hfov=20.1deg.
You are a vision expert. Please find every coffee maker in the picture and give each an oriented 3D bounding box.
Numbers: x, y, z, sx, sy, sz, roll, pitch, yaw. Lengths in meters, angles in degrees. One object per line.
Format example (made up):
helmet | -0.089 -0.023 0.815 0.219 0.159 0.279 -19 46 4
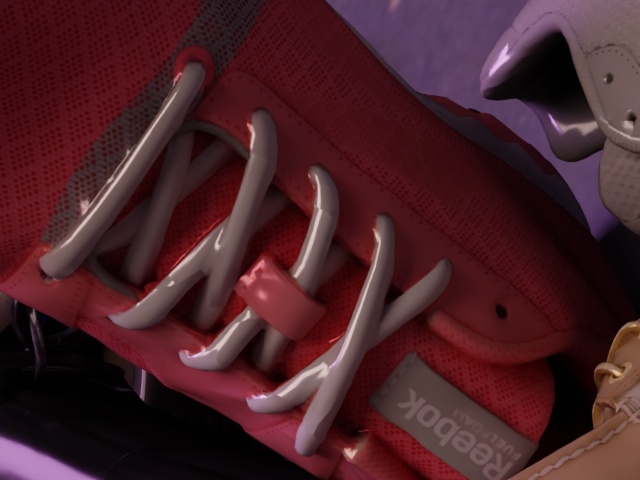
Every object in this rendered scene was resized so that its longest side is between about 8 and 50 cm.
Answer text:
coffee maker | -0.040 0.097 0.568 0.178 0.120 0.171 10 111 41

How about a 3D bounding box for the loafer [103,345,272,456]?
loafer | -0.056 0.018 0.722 0.078 0.080 0.220 -2 72 55

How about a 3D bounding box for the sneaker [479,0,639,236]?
sneaker | 0.133 -0.039 0.437 0.121 0.099 0.262 -51 25 -4

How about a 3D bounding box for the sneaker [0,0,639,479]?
sneaker | 0.001 0.000 0.454 0.116 0.314 0.136 -51 47 14

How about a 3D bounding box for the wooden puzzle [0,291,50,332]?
wooden puzzle | -0.211 0.053 0.831 0.348 0.080 0.322 -15 28 52

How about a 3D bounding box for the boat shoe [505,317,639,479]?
boat shoe | 0.092 0.043 0.425 0.059 0.170 0.063 60 161 29
